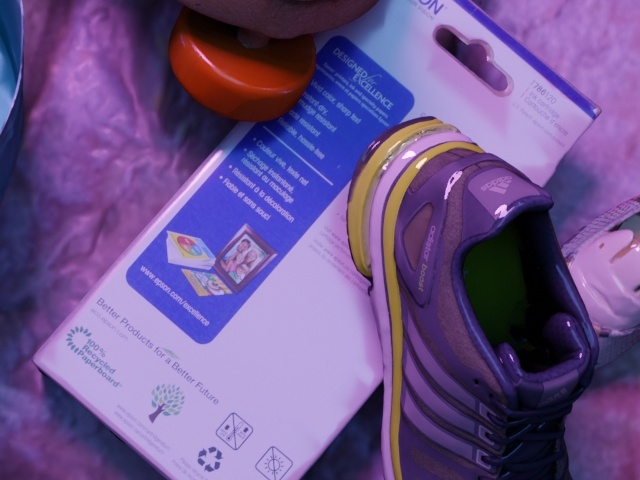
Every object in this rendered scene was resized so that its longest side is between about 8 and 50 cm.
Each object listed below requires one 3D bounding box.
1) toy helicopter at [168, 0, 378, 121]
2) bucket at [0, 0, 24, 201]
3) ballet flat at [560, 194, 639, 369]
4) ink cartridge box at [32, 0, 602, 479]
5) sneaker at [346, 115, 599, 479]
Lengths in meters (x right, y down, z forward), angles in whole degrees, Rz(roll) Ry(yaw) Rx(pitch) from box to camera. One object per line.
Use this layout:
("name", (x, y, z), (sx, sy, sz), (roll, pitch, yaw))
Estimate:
("toy helicopter", (-0.110, -0.241, 0.937), (0.355, 0.140, 0.235), (26, 49, -7))
("bucket", (-0.293, -0.090, 0.921), (0.281, 0.183, 0.281), (1, 82, -5))
("ballet flat", (0.211, 0.002, 1.000), (0.221, 0.079, 0.077), (-35, 87, -8))
("ink cartridge box", (0.000, 0.000, 0.992), (0.165, 0.065, 0.332), (41, 83, 2))
("sneaker", (0.095, 0.085, 0.918), (0.111, 0.121, 0.299), (-24, 113, -20))
